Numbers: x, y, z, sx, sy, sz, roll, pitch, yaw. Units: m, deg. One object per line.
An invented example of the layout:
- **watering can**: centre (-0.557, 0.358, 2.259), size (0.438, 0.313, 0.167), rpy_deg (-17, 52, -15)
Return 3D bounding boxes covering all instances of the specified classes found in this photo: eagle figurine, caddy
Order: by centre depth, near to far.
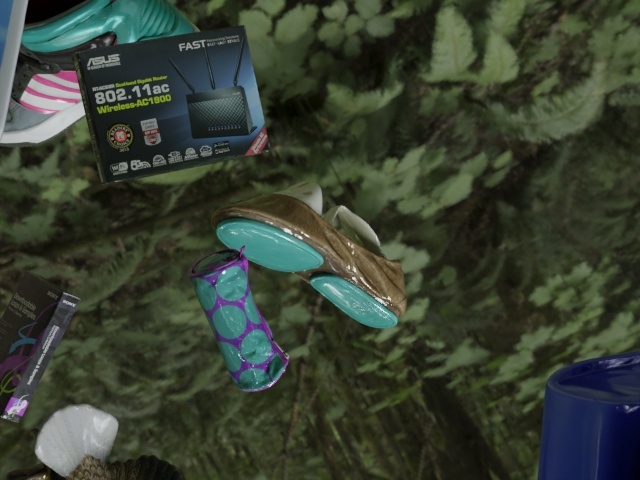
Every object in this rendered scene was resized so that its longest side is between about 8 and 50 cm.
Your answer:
- **caddy**: centre (0.321, 0.195, 0.652), size (0.341, 0.179, 0.241), rpy_deg (-5, -170, -25)
- **eagle figurine**: centre (-0.259, 0.368, 1.065), size (0.226, 0.298, 0.225), rpy_deg (-51, 145, 6)

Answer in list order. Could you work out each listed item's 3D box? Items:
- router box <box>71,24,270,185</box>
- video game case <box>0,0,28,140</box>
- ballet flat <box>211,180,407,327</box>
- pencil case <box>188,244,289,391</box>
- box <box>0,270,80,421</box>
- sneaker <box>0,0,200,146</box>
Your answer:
- **router box**: centre (-0.104, -0.095, 0.604), size (0.122, 0.092, 0.038), rpy_deg (-14, -174, -17)
- **video game case**: centre (-0.258, -0.202, 0.470), size (0.204, 0.285, 0.025), rpy_deg (11, 159, -21)
- **ballet flat**: centre (0.000, 0.000, 1.115), size (0.116, 0.124, 0.342), rpy_deg (-14, 145, 44)
- **pencil case**: centre (-0.088, 0.086, 0.939), size (0.070, 0.151, 0.064), rpy_deg (-20, -165, 9)
- **box**: centre (-0.364, 0.125, 1.043), size (0.116, 0.162, 0.029), rpy_deg (17, 167, 47)
- **sneaker**: centre (-0.278, -0.195, 0.839), size (0.295, 0.124, 0.178), rpy_deg (-14, 143, 24)
